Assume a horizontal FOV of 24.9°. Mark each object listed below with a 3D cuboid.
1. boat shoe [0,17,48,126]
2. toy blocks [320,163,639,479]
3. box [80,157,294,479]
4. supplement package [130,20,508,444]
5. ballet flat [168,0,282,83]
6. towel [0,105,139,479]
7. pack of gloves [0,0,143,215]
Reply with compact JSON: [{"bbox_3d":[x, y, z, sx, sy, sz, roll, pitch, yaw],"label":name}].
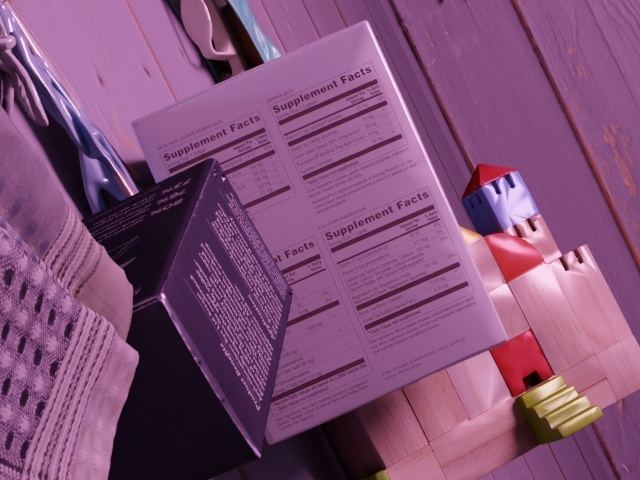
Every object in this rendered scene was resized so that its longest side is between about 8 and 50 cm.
[{"bbox_3d":[-0.215,-0.085,0.799,0.113,0.105,0.306,61,15,-17],"label":"boat shoe"},{"bbox_3d":[0.122,0.081,1.352,0.261,0.381,0.191,63,-24,5],"label":"toy blocks"},{"bbox_3d":[-0.112,0.060,0.832,0.108,0.153,0.207,60,16,-19],"label":"box"},{"bbox_3d":[0.000,0.000,1.159,0.199,0.198,0.263,78,-11,-85],"label":"supplement package"},{"bbox_3d":[-0.092,-0.189,1.502,0.247,0.083,0.087,61,39,-15],"label":"ballet flat"},{"bbox_3d":[-0.135,0.105,0.514,0.312,0.056,0.324,62,31,-63],"label":"towel"},{"bbox_3d":[-0.170,-0.060,1.008,0.232,0.046,0.195,56,-2,-10],"label":"pack of gloves"}]
